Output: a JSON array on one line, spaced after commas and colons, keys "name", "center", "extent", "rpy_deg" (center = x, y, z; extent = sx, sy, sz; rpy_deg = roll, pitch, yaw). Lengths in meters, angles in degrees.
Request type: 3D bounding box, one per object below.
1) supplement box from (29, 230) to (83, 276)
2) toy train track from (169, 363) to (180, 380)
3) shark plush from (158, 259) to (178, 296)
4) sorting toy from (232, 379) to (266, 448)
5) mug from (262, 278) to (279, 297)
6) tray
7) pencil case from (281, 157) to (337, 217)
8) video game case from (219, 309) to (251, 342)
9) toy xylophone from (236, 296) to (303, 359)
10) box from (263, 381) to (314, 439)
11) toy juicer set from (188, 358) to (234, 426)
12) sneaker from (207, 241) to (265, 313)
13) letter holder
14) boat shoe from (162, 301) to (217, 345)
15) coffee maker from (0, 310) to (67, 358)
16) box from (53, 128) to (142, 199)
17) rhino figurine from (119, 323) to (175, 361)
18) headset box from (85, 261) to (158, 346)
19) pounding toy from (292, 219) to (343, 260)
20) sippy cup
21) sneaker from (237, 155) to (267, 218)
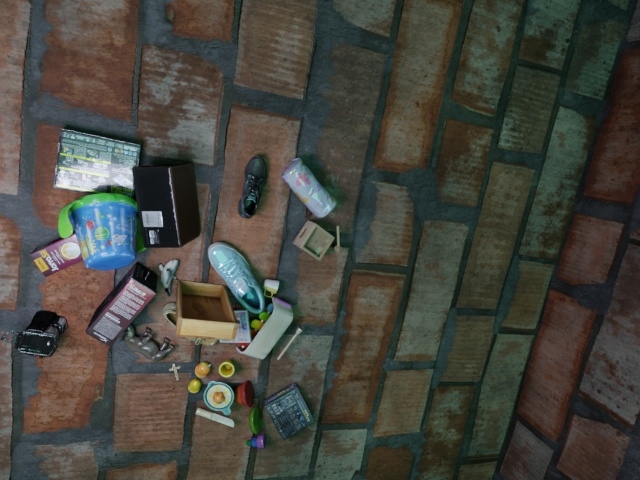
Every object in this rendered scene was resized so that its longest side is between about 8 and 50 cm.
[{"name": "supplement box", "center": [-0.965, 0.043, 1.583], "extent": [0.188, 0.081, 0.104], "rpy_deg": [-27, 111, -11]}, {"name": "toy train track", "center": [-0.645, 0.589, 1.872], "extent": [0.048, 0.014, 0.084], "rpy_deg": [-13, 108, -16]}, {"name": "shark plush", "center": [-0.623, 0.161, 1.751], "extent": [0.067, 0.073, 0.162], "rpy_deg": [-11, 105, -48]}, {"name": "sorting toy", "center": [-0.362, 0.843, 2.003], "extent": [0.126, 0.127, 0.366], "rpy_deg": [-11, 106, 8]}, {"name": "mug", "center": [-0.227, 0.209, 1.892], "extent": [0.064, 0.062, 0.078], "rpy_deg": [18, 53, -14]}, {"name": "tray", "center": [-0.455, 0.263, 1.638], "extent": [0.202, 0.411, 0.076], "rpy_deg": [10, 100, -21]}, {"name": "pencil case", "center": [-0.046, -0.225, 1.819], "extent": [0.273, 0.113, 0.124], "rpy_deg": [46, 76, -23]}, {"name": "video game case", "center": [-0.382, 0.378, 1.846], "extent": [0.157, 0.019, 0.143], "rpy_deg": [-5, 95, 21]}, {"name": "toy xylophone", "center": [-0.229, 0.426, 1.919], "extent": [0.323, 0.081, 0.236], "rpy_deg": [-47, 128, 2]}, {"name": "box", "center": [-0.155, 0.848, 2.085], "extent": [0.183, 0.059, 0.233], "rpy_deg": [-27, 110, -11]}, {"name": "toy juicer set", "center": [-0.492, 0.698, 1.886], "extent": [0.209, 0.089, 0.330], "rpy_deg": [2, 97, -4]}, {"name": "sneaker", "center": [-0.342, 0.162, 1.793], "extent": [0.135, 0.150, 0.366], "rpy_deg": [-39, 114, -8]}, {"name": "letter holder", "center": [-0.586, -0.143, 1.636], "extent": [0.151, 0.214, 0.302], "rpy_deg": [0, 105, 8]}, {"name": "boat shoe", "center": [-0.558, 0.377, 1.806], "extent": [0.285, 0.089, 0.105], "rpy_deg": [39, 88, -24]}, {"name": "coffee maker", "center": [-1.058, 0.337, 1.573], "extent": [0.120, 0.178, 0.171], "rpy_deg": [-48, 116, -5]}, {"name": "box", "center": [-0.823, -0.278, 1.562], "extent": [0.269, 0.060, 0.217], "rpy_deg": [8, 101, -21]}, {"name": "rhino figurine", "center": [-0.746, 0.426, 1.764], "extent": [0.243, 0.073, 0.106], "rpy_deg": [38, 86, -22]}, {"name": "headset box", "center": [-0.752, 0.228, 1.631], "extent": [0.110, 0.218, 0.293], "rpy_deg": [41, 89, -23]}, {"name": "pounding toy", "center": [0.009, -0.005, 1.911], "extent": [0.206, 0.094, 0.181], "rpy_deg": [36, 85, -33]}, {"name": "sippy cup", "center": [-0.766, -0.020, 1.510], "extent": [0.305, 0.240, 0.224], "rpy_deg": [-5, 69, -35]}, {"name": "sneaker", "center": [-0.274, -0.216, 1.746], "extent": [0.101, 0.106, 0.268], "rpy_deg": [9, 99, -20]}]
